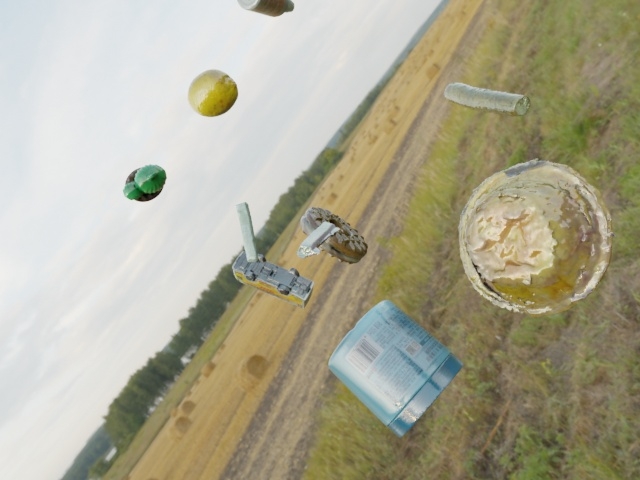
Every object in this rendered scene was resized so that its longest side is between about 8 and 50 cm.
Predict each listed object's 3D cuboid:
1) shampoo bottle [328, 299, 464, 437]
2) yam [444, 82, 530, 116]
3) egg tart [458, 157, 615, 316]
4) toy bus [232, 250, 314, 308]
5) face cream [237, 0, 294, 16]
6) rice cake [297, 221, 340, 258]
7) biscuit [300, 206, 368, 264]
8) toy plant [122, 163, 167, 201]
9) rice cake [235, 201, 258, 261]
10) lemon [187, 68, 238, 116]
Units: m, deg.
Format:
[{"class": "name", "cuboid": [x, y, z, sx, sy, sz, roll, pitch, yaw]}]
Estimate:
[{"class": "shampoo bottle", "cuboid": [0.250, 0.427, 1.830, 0.331, 0.343, 0.331, -44, -17, -17]}, {"class": "yam", "cuboid": [0.522, -0.451, 1.711, 0.083, 0.083, 0.371, -52, 29, 6]}, {"class": "egg tart", "cuboid": [0.429, -0.005, 1.143, 0.150, 0.352, 0.352, -3, -35, -43]}, {"class": "toy bus", "cuboid": [-0.154, 0.129, 1.749, 0.106, 0.268, 0.092, 94, -159, -55]}, {"class": "face cream", "cuboid": [-0.157, -0.767, 1.706, 0.101, 0.101, 0.252, -51, -14, 29]}, {"class": "rice cake", "cuboid": [-0.002, -0.001, 1.872, 0.290, 0.081, 0.051, -48, -32, -64]}, {"class": "biscuit", "cuboid": [0.059, -0.023, 2.315, 0.103, 0.332, 0.332, -53, 4, 19]}, {"class": "toy plant", "cuboid": [-0.543, -0.175, 1.644, 0.143, 0.105, 0.200, -36, 7, -19]}, {"class": "rice cake", "cuboid": [-0.203, -0.023, 1.484, 0.033, 0.170, 0.029, -13, -6, 12]}, {"class": "lemon", "cuboid": [-0.409, -0.559, 2.032, 0.207, 0.170, 0.170, -27, 19, 34]}]
